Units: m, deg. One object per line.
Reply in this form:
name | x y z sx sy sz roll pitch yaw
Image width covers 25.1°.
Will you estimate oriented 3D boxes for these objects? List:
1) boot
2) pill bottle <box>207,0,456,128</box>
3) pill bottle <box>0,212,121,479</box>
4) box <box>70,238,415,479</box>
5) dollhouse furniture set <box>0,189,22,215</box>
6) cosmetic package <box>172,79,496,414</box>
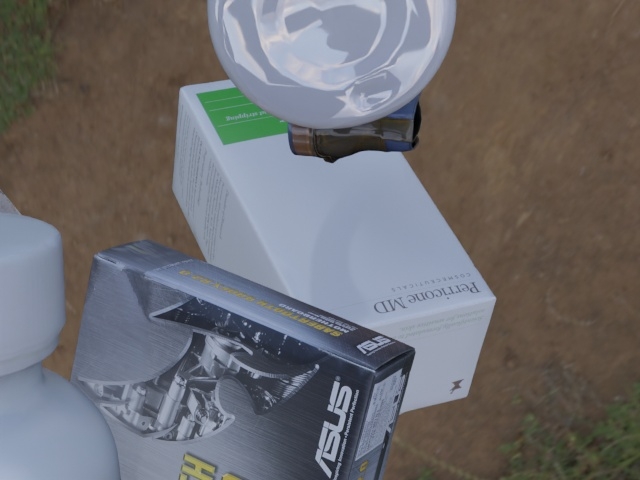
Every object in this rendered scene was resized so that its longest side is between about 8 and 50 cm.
boot | 0.052 -0.104 1.287 0.106 0.219 0.082 7 102 16
pill bottle | 0.004 -0.201 1.028 0.160 0.283 0.160 -1 116 -2
pill bottle | -0.162 0.144 0.554 0.169 0.169 0.301 1 100 -6
box | -0.061 0.136 0.817 0.183 0.056 0.231 21 109 22
dollhouse furniture set | -0.377 -0.049 0.747 0.256 0.362 0.394 -39 86 -26
cosmetic package | 0.000 0.000 1.444 0.197 0.155 0.365 -12 47 -22
